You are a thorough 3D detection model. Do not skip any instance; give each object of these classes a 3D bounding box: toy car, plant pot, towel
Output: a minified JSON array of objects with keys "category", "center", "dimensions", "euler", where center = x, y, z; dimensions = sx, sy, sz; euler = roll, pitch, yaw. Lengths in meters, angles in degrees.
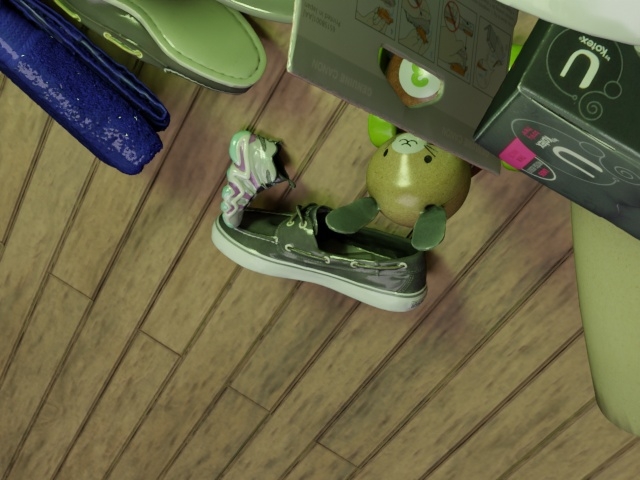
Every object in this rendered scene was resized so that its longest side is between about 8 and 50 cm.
[{"category":"toy car","center":[0.082,-0.071,1.436],"dimensions":[0.155,0.188,0.149],"euler":[11,141,27]},{"category":"plant pot","center":[0.291,-0.029,1.313],"dimensions":[0.256,0.256,0.274],"euler":[-4,117,41]},{"category":"towel","center":[-0.276,-0.191,1.620],"dimensions":[0.308,0.076,0.227],"euler":[43,175,-17]}]

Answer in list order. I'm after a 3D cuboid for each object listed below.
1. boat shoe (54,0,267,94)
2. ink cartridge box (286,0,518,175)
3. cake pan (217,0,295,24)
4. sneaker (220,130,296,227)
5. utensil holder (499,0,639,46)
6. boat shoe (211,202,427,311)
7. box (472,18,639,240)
[{"category":"boat shoe","center":[-0.148,-0.198,1.554],"dimensions":[0.228,0.081,0.069],"euler":[35,149,7]},{"category":"ink cartridge box","center":[0.049,-0.190,1.175],"dimensions":[0.060,0.239,0.275],"euler":[2,169,35]},{"category":"cake pan","center":[-0.049,-0.299,1.368],"dimensions":[0.293,0.054,0.293],"euler":[21,145,16]},{"category":"sneaker","center":[-0.057,-0.053,1.675],"dimensions":[0.069,0.038,0.098],"euler":[12,111,11]},{"category":"utensil holder","center":[0.206,-0.323,0.813],"dimensions":[0.327,0.327,0.385],"euler":[18,126,19]},{"category":"boat shoe","center":[0.000,0.000,1.696],"dimensions":[0.228,0.080,0.076],"euler":[21,127,20]},{"category":"box","center":[0.232,-0.157,1.111],"dimensions":[0.143,0.270,0.165],"euler":[30,170,0]}]
